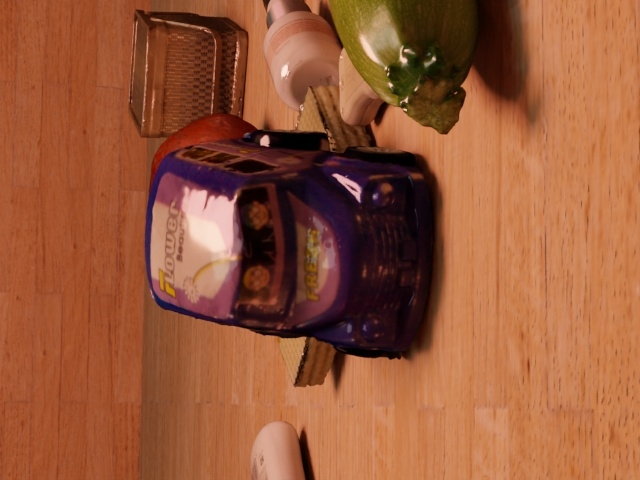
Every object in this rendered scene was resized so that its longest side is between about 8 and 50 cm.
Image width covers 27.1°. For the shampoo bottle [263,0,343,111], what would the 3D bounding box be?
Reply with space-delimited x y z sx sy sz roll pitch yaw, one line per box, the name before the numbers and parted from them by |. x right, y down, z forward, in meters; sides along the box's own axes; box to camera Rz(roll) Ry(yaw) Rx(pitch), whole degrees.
shampoo bottle | -0.021 -0.190 1.294 0.192 0.074 0.074 -111 26 -58

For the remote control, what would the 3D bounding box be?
remote control | 0.043 -0.141 1.101 0.122 0.032 0.074 143 128 -74

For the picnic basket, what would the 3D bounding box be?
picnic basket | -0.195 -0.238 1.916 0.267 0.139 0.165 -129 43 -70

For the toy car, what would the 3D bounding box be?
toy car | -0.029 0.004 1.031 0.235 0.158 0.172 11 101 46

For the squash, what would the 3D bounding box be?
squash | 0.049 -0.192 0.936 0.379 0.101 0.101 -98 16 -53

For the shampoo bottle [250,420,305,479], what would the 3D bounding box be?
shampoo bottle | -0.034 0.290 1.328 0.221 0.051 0.108 -104 22 -49

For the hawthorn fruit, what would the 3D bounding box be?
hawthorn fruit | -0.126 -0.090 1.632 0.203 0.162 0.163 -75 -1 -50

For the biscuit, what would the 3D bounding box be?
biscuit | 0.000 0.000 1.222 0.150 0.052 0.252 -110 27 -49

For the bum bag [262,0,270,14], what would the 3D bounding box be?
bum bag | -0.059 -0.337 1.427 0.102 0.069 0.248 -123 21 -43
